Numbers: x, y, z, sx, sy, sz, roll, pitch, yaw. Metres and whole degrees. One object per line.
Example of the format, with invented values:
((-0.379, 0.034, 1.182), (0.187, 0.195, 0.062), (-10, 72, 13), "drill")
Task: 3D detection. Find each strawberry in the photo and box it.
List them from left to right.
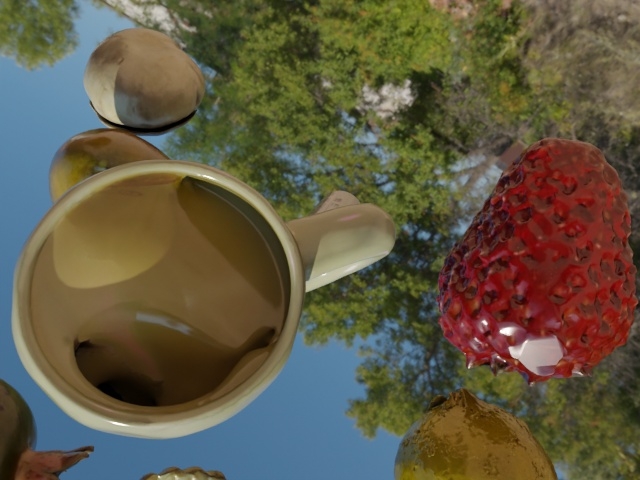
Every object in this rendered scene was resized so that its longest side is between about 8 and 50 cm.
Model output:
((0.232, 0.015, 0.644), (0.205, 0.244, 0.205), (7, -164, -2), "strawberry")

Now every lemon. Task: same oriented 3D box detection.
((0.167, 0.263, 0.666), (0.173, 0.174, 0.206), (2, -108, -61), "lemon")

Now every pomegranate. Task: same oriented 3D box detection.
((-0.533, 0.341, 0.939), (0.324, 0.290, 0.290), (15, -156, -28), "pomegranate")

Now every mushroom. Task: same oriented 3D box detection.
((-0.218, -0.194, 0.777), (0.154, 0.122, 0.154), (3, -131, -4), "mushroom")

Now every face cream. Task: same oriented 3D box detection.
((0.000, 0.000, 0.962), (0.082, 0.082, 0.269), (35, -151, 0), "face cream")

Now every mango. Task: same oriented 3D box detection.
((-0.189, -0.021, 0.644), (0.176, 0.139, 0.254), (16, 151, 29), "mango")

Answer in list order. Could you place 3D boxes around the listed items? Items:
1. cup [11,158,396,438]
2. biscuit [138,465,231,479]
((-0.085, 0.024, 0.457), (0.173, 0.255, 0.202), (45, 159, 0), "cup")
((-0.232, 0.423, 0.914), (0.036, 0.274, 0.187), (-146, 39, -66), "biscuit")
